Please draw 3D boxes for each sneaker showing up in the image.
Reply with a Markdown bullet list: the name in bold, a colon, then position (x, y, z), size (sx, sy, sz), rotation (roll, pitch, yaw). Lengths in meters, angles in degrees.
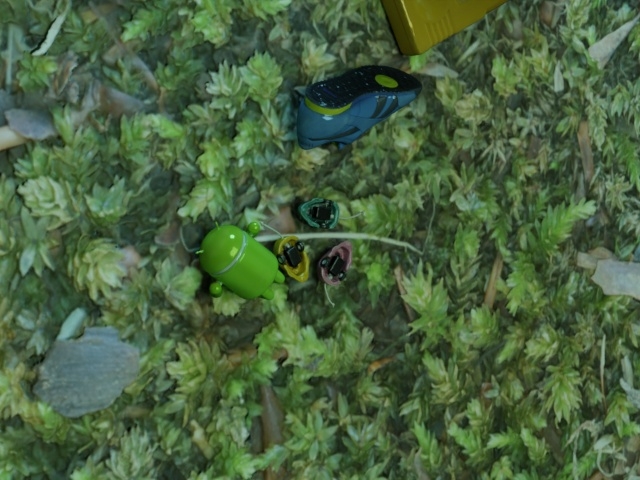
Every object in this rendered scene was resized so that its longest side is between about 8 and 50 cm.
- **sneaker**: position (0.045, -0.167, 1.897), size (0.209, 0.069, 0.082), rotation (-22, 139, -43)

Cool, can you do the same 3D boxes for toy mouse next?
- **toy mouse**: position (0.000, 0.000, 1.881), size (0.143, 0.031, 0.161), rotation (-42, 116, -28)

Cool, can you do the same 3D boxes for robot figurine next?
- **robot figurine**: position (-0.097, 0.026, 1.785), size (0.115, 0.067, 0.101), rotation (38, 78, -32)

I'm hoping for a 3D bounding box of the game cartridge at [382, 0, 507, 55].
- **game cartridge**: position (0.185, -0.439, 1.988), size (0.323, 0.052, 0.285), rotation (-35, 112, -32)
